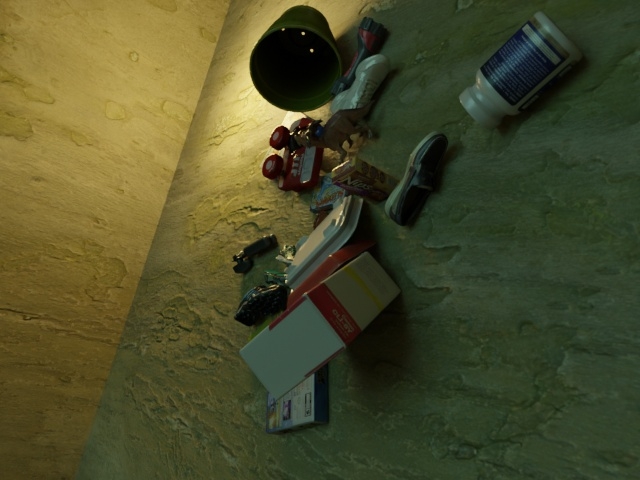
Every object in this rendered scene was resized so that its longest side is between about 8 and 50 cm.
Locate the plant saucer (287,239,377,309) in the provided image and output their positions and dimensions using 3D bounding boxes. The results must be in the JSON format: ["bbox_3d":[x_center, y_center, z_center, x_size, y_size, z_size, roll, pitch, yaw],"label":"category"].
[{"bbox_3d":[0.026,0.096,1.576,0.048,0.259,0.258,50,120,9],"label":"plant saucer"}]

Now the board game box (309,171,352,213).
[{"bbox_3d":[0.044,-0.178,1.880,0.201,0.035,0.136,-13,61,51],"label":"board game box"}]

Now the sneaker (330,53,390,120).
[{"bbox_3d":[0.156,-0.515,1.866,0.305,0.114,0.152,-48,44,41],"label":"sneaker"}]

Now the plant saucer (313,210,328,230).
[{"bbox_3d":[0.004,-0.064,1.891,0.083,0.013,0.084,-30,49,43],"label":"plant saucer"}]

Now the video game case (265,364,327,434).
[{"bbox_3d":[-0.075,0.456,1.665,0.244,0.061,0.270,-30,49,41],"label":"video game case"}]

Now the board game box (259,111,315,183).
[{"bbox_3d":[-0.145,-0.409,2.261,0.306,0.053,0.193,-61,34,11],"label":"board game box"}]

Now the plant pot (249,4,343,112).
[{"bbox_3d":[-0.086,-0.782,2.163,0.366,0.366,0.353,-39,32,36],"label":"plant pot"}]

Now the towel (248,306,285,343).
[{"bbox_3d":[-0.198,0.342,1.943,0.237,0.021,0.102,-45,34,32],"label":"towel"}]

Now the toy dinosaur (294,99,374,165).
[{"bbox_3d":[0.052,-0.384,1.808,0.295,0.200,0.127,-44,24,27],"label":"toy dinosaur"}]

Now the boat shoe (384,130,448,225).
[{"bbox_3d":[0.283,-0.167,1.485,0.285,0.102,0.092,-60,39,19],"label":"boat shoe"}]

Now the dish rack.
[{"bbox_3d":[0.000,0.000,1.704,0.333,0.072,0.286,-46,11,28],"label":"dish rack"}]

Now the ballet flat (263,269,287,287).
[{"bbox_3d":[-0.148,0.147,1.955,0.188,0.070,0.070,5,76,57],"label":"ballet flat"}]

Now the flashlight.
[{"bbox_3d":[0.134,-0.677,1.982,0.304,0.103,0.103,-60,7,14],"label":"flashlight"}]

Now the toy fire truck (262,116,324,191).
[{"bbox_3d":[-0.072,-0.331,2.017,0.253,0.169,0.303,-6,67,48],"label":"toy fire truck"}]

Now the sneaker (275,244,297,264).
[{"bbox_3d":[-0.107,0.054,1.940,0.166,0.064,0.076,16,81,55],"label":"sneaker"}]

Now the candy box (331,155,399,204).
[{"bbox_3d":[0.138,-0.181,1.611,0.109,0.186,0.053,-24,54,46],"label":"candy box"}]

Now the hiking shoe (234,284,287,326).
[{"bbox_3d":[-0.223,0.210,1.956,0.304,0.113,0.132,-32,35,43],"label":"hiking shoe"}]

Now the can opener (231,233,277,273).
[{"bbox_3d":[-0.274,0.053,2.183,0.280,0.074,0.093,-33,81,44],"label":"can opener"}]

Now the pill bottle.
[{"bbox_3d":[0.480,-0.405,1.287,0.264,0.153,0.153,-44,40,32],"label":"pill bottle"}]

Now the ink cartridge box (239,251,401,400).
[{"bbox_3d":[0.015,0.210,1.392,0.160,0.384,0.279,50,121,7],"label":"ink cartridge box"}]
